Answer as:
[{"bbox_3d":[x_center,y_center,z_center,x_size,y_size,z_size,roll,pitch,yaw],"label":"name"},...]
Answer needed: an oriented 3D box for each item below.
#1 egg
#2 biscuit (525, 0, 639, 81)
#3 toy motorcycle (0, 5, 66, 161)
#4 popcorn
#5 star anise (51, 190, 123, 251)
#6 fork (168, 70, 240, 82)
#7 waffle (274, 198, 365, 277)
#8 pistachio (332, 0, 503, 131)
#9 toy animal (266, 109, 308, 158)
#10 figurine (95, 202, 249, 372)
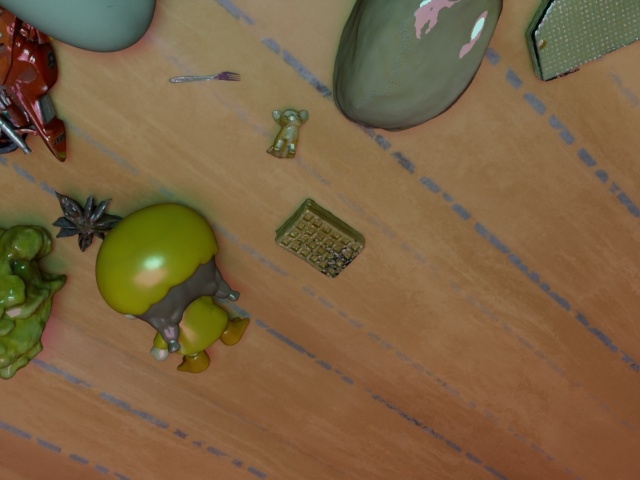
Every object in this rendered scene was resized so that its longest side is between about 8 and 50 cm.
[{"bbox_3d":[-0.351,-0.399,0.790,0.230,0.230,0.371,-31,124,11],"label":"egg"},{"bbox_3d":[0.447,-0.369,1.016,0.252,0.052,0.150,-24,117,6],"label":"biscuit"},{"bbox_3d":[-0.459,-0.259,0.942,0.171,0.089,0.298,2,121,-10],"label":"toy motorcycle"},{"bbox_3d":[-0.562,0.105,1.069,0.241,0.235,0.250,-4,104,-3],"label":"popcorn"},{"bbox_3d":[-0.408,-0.042,1.097,0.124,0.056,0.129,-32,135,9],"label":"star anise"},{"bbox_3d":[-0.185,-0.260,1.025,0.115,0.012,0.016,-4,118,1],"label":"fork"},{"bbox_3d":[0.000,0.000,1.186,0.148,0.042,0.102,34,112,-25],"label":"waffle"},{"bbox_3d":[0.133,-0.291,0.943,0.226,0.207,0.332,46,131,17],"label":"pistachio"},{"bbox_3d":[-0.056,-0.182,1.072,0.060,0.081,0.083,10,83,-5],"label":"toy animal"},{"bbox_3d":[-0.250,0.089,1.136,0.187,0.215,0.344,16,145,36],"label":"figurine"}]
